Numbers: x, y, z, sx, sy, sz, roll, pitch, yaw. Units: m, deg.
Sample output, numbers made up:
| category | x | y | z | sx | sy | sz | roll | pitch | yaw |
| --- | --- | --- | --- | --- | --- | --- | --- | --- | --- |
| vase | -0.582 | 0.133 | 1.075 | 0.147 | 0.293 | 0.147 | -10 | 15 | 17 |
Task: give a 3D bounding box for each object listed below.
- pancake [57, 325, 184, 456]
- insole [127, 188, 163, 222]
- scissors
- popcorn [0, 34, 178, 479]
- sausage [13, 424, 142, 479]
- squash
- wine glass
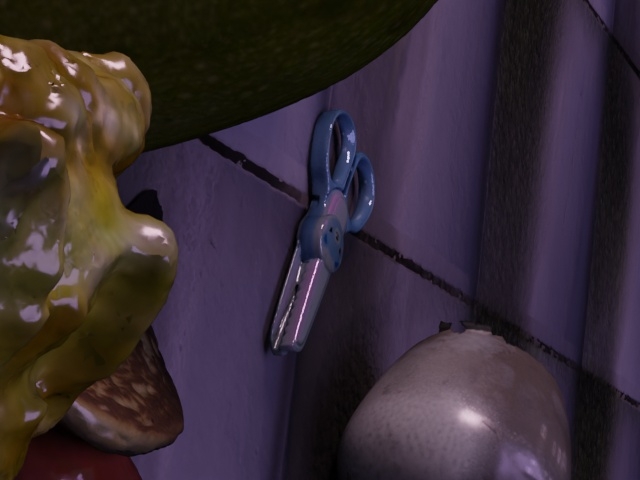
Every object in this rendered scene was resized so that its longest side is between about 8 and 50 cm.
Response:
| category | x | y | z | sx | sy | sz | roll | pitch | yaw |
| --- | --- | --- | --- | --- | --- | --- | --- | --- | --- |
| pancake | -0.167 | 0.031 | 1.100 | 0.250 | 0.031 | 0.250 | 50 | 13 | -16 |
| insole | -0.156 | 0.020 | 1.312 | 0.188 | 0.004 | 0.064 | -55 | 141 | -52 |
| scissors | 0.000 | 0.000 | 1.643 | 0.125 | 0.030 | 0.256 | 66 | 33 | -43 |
| popcorn | -0.216 | 0.008 | 0.836 | 0.335 | 0.274 | 0.279 | 35 | 63 | -63 |
| sausage | -0.169 | 0.187 | 1.123 | 0.254 | 0.148 | 0.148 | 66 | 34 | -32 |
| squash | -0.042 | -0.194 | 1.180 | 0.310 | 0.309 | 0.310 | 3 | 90 | -68 |
| wine glass | 0.109 | 0.248 | 1.681 | 0.323 | 0.238 | 0.238 | -66 | 149 | -44 |
